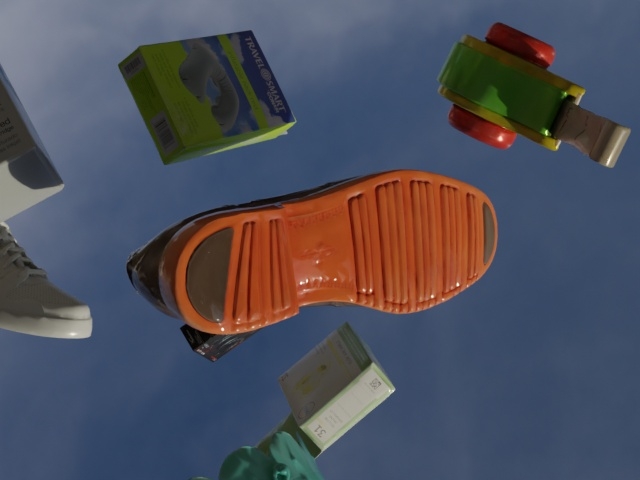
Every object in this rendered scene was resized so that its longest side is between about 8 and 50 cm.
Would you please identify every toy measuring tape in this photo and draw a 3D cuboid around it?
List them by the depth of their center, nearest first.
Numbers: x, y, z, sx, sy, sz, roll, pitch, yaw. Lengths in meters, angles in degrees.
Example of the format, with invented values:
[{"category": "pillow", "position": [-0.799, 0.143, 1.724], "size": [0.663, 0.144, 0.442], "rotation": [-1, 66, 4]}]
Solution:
[{"category": "toy measuring tape", "position": [0.176, -0.132, 1.275], "size": [0.121, 0.121, 0.330], "rotation": [-22, -164, -1]}]

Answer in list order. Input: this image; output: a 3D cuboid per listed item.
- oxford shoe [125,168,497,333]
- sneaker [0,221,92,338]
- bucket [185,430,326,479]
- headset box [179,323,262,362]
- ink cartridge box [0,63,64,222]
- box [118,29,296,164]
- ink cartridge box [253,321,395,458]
[{"category": "oxford shoe", "position": [0.000, 0.000, 1.258], "size": [0.363, 0.130, 0.132], "rotation": [-5, -172, -34]}, {"category": "sneaker", "position": [-0.387, 0.006, 1.660], "size": [0.292, 0.108, 0.169], "rotation": [17, -86, 17]}, {"category": "bucket", "position": [-0.078, 0.334, 1.339], "size": [0.281, 0.281, 0.183], "rotation": [-33, -108, -13]}, {"category": "headset box", "position": [-0.095, 0.085, 1.456], "size": [0.083, 0.062, 0.032], "rotation": [-34, -112, 4]}, {"category": "ink cartridge box", "position": [-0.348, -0.107, 1.266], "size": [0.153, 0.087, 0.208], "rotation": [-30, -115, -6]}, {"category": "box", "position": [-0.100, -0.142, 1.361], "size": [0.042, 0.109, 0.178], "rotation": [-31, 172, 41]}, {"category": "ink cartridge box", "position": [-0.024, 0.218, 1.762], "size": [0.235, 0.056, 0.171], "rotation": [-40, -162, 2]}]
